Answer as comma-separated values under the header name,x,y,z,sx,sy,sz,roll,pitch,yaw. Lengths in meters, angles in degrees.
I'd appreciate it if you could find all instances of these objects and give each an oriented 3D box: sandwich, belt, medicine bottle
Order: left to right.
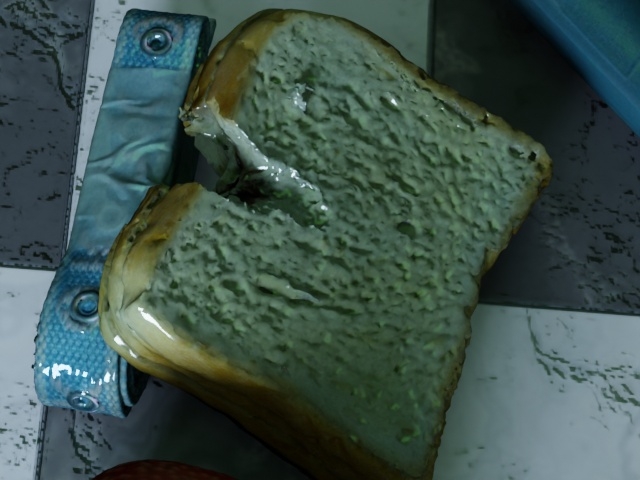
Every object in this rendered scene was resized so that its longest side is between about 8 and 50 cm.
name,x,y,z,sx,sy,sz,roll,pitch,yaw
belt,-0.128,-0.025,1.346,0.072,0.087,0.302,6,64,13
sandwich,0.001,0.000,1.295,0.249,0.095,0.273,32,65,-17
medicine bottle,0.216,-0.147,1.406,0.079,0.124,0.258,-37,71,-15

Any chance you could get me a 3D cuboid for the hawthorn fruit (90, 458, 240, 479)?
name,x,y,z,sx,sy,sz,roll,pitch,yaw
hawthorn fruit,-0.052,0.237,1.172,0.253,0.205,0.205,15,66,-3
